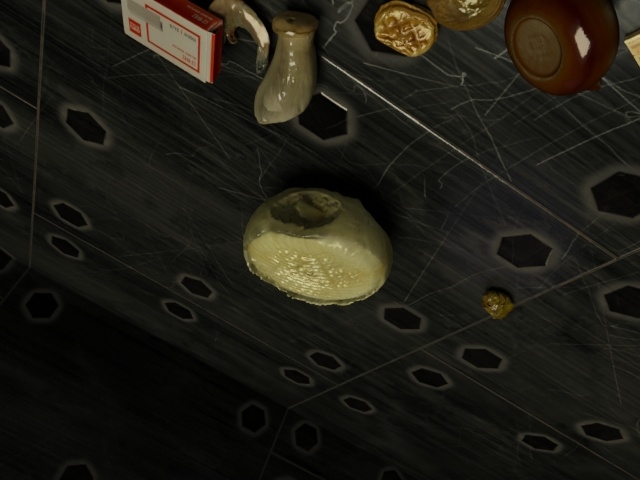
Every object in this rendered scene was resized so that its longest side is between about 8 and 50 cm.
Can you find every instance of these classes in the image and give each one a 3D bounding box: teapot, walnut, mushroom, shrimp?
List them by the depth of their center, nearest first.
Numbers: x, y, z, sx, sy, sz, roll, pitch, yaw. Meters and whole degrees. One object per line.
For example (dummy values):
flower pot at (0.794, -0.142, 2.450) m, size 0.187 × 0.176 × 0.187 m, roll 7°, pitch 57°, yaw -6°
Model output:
teapot at (0.355, -0.327, 0.835) m, size 0.178 × 0.135 × 0.252 m, roll 22°, pitch 140°, yaw 61°
walnut at (0.219, -0.370, 0.865) m, size 0.124 × 0.105 × 0.105 m, roll -3°, pitch 137°, yaw 35°
mushroom at (-0.058, -0.322, 1.102) m, size 0.108 × 0.096 × 0.247 m, roll 24°, pitch 141°, yaw 1°
shrimp at (-0.174, -0.382, 1.135) m, size 0.152 × 0.046 × 0.219 m, roll 38°, pitch 143°, yaw -14°

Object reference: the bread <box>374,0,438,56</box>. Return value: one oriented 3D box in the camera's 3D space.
bread at (0.145, -0.361, 0.970) m, size 0.110 × 0.044 × 0.083 m, roll 24°, pitch 142°, yaw -2°

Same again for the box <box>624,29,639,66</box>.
box at (0.512, -0.300, 0.853) m, size 0.058 × 0.015 × 0.093 m, roll 44°, pitch 142°, yaw -23°

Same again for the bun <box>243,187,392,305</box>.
bun at (0.000, -0.001, 1.401) m, size 0.364 × 0.202 × 0.364 m, roll 11°, pitch 147°, yaw 7°

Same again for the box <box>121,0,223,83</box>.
box at (-0.285, -0.410, 1.110) m, size 0.229 × 0.050 × 0.123 m, roll 34°, pitch 145°, yaw 11°

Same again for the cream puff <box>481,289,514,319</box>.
cream puff at (0.455, 0.166, 1.473) m, size 0.083 × 0.058 × 0.083 m, roll 12°, pitch 142°, yaw 14°
